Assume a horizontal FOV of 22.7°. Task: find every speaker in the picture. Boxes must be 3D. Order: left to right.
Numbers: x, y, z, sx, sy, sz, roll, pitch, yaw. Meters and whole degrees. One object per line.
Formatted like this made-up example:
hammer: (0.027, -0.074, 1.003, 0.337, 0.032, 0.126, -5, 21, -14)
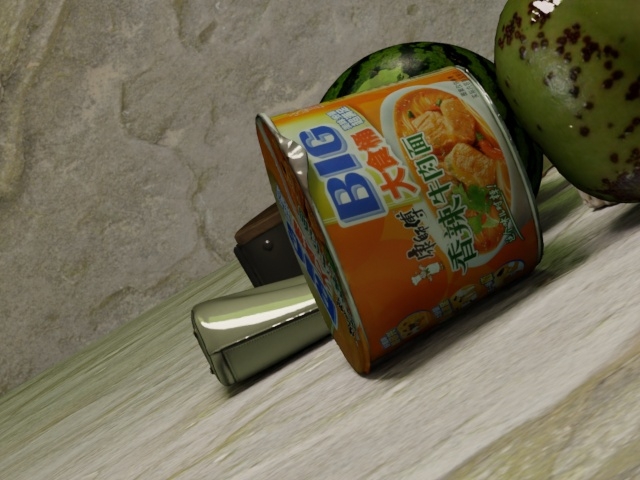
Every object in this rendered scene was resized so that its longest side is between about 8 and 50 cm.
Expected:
speaker: (0.000, 0.000, 2.297, 0.192, 0.153, 0.231, -30, 5, 13)

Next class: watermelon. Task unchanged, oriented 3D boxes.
watermelon: (0.120, -0.094, 1.887, 0.285, 0.285, 0.285, -30, 5, 3)

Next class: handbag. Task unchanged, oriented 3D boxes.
handbag: (-0.011, 0.069, 2.021, 0.315, 0.109, 0.241, -27, 6, -4)

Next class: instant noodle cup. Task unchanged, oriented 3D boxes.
instant noodle cup: (0.083, -0.035, 1.621, 0.214, 0.296, 0.296, -23, 4, -7)

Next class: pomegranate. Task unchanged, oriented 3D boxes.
pomegranate: (0.337, -0.193, 1.537, 0.285, 0.285, 0.340, -33, 0, -30)

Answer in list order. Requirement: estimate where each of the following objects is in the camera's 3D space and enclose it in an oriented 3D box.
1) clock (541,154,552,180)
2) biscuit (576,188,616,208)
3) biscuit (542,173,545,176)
clock: (0.209, -0.101, 2.198, 0.276, 0.120, 0.379, -41, 12, 5)
biscuit: (0.436, -0.198, 1.818, 0.426, 0.144, 0.078, -32, 4, -23)
biscuit: (0.340, -0.131, 2.334, 0.144, 0.040, 0.236, -24, 9, 12)
